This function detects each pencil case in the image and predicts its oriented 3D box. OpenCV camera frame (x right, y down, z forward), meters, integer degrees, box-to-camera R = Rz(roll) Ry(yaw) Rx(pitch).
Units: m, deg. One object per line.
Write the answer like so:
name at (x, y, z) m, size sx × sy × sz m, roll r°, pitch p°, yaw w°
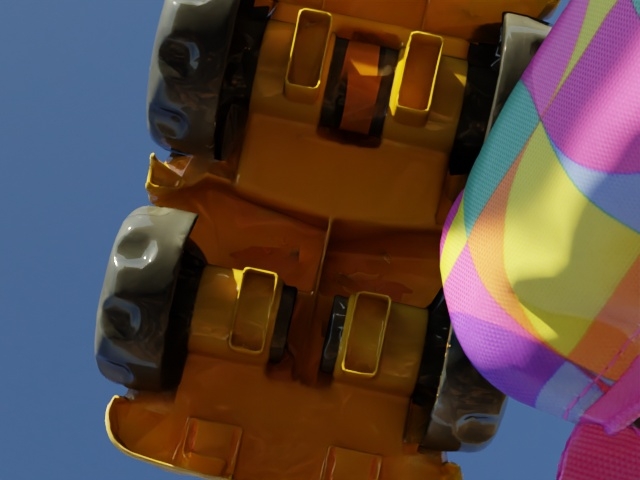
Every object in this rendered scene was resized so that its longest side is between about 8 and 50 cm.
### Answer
pencil case at (0.109, -0.049, 0.385) m, size 0.104 × 0.236 × 0.104 m, roll 14°, pitch -140°, yaw -12°

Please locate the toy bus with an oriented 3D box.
toy bus at (0.000, 0.000, 0.696) m, size 0.150 × 0.211 × 0.220 m, roll 12°, pitch -104°, yaw -2°
